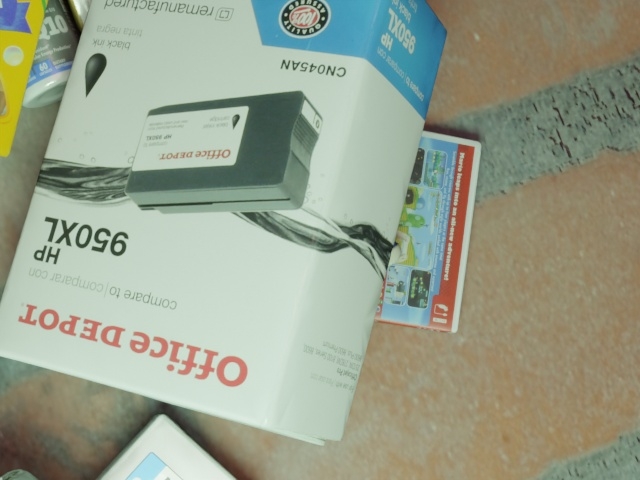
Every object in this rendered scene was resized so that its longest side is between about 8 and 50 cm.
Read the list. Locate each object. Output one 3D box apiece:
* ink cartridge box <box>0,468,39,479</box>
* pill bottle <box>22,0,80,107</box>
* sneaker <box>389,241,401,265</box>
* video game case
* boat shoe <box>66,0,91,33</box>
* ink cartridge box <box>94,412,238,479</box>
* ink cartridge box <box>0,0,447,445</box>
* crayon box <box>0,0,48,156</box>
[{"bbox_3d":[-0.267,0.378,0.908,0.226,0.131,0.306,40,77,-3],"label":"ink cartridge box"},{"bbox_3d":[-0.276,-0.203,1.054,0.078,0.078,0.137,-25,90,-13],"label":"pill bottle"},{"bbox_3d":[0.000,0.000,1.076,0.152,0.058,0.084,-15,96,-6],"label":"sneaker"},{"bbox_3d":[0.015,-0.027,1.125,0.285,0.025,0.204,10,82,-10],"label":"video game case"},{"bbox_3d":[-0.223,-0.332,1.067,0.096,0.098,0.277,-12,86,-12],"label":"boat shoe"},{"bbox_3d":[-0.155,0.356,1.032,0.261,0.066,0.296,43,78,-4],"label":"ink cartridge box"},{"bbox_3d":[-0.085,-0.047,0.973,0.286,0.166,0.394,11,81,25],"label":"ink cartridge box"},{"bbox_3d":[-0.342,-0.201,0.929,0.203,0.083,0.322,11,100,-33],"label":"crayon box"}]
